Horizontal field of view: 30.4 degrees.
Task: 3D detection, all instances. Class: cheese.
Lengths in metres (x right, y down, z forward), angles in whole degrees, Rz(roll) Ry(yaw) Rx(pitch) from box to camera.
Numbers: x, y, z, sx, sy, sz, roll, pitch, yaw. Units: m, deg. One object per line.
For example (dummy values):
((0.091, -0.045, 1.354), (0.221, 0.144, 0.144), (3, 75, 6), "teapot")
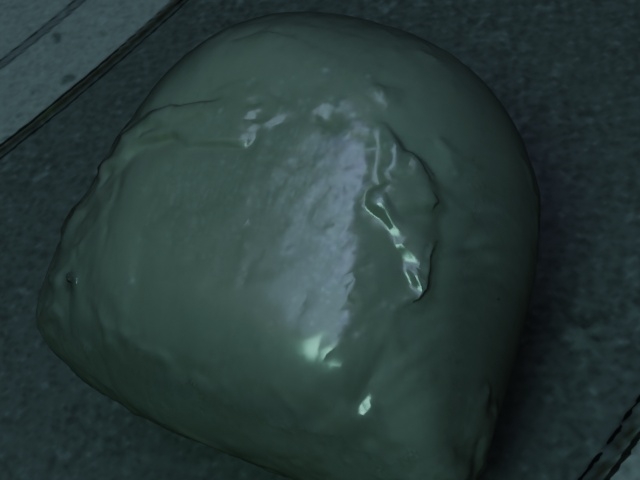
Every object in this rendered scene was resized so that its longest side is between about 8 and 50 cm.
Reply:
((0.000, 0.000, 0.489), (0.198, 0.154, 0.189), (18, 80, 24), "cheese")
